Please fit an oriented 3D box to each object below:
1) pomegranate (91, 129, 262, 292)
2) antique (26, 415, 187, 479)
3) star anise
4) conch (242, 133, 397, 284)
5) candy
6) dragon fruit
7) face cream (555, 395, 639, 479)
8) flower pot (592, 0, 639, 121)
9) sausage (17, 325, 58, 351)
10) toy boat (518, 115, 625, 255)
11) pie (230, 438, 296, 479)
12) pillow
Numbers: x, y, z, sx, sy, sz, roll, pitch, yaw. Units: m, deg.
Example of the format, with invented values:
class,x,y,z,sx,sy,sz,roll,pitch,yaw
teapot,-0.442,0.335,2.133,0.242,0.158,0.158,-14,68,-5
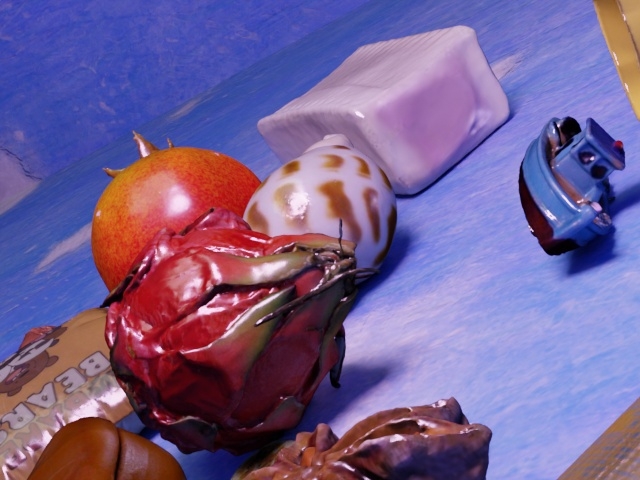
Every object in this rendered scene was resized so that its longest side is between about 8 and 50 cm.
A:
class,x,y,z,sx,sy,sz,roll,pitch,yaw
pomegranate,-0.163,-0.013,1.717,0.221,0.221,0.257,-32,58,5
antique,-0.182,0.262,1.066,0.223,0.129,0.278,-39,26,51
star anise,0.021,0.186,1.068,0.214,0.099,0.220,-23,5,-19
conch,0.000,-0.004,1.604,0.148,0.183,0.275,15,55,32
candy,0.080,-0.163,1.952,0.208,0.145,0.358,-37,16,-19
dragon fruit,-0.074,0.067,1.347,0.293,0.234,0.234,-46,9,23
face cream,0.199,0.144,0.864,0.285,0.067,0.139,-40,17,-22
flower pot,0.381,-0.228,1.483,0.179,0.195,0.195,-19,16,5
sausage,-0.354,0.166,1.922,0.079,0.087,0.326,-49,15,0
toy boat,0.241,-0.057,1.364,0.097,0.100,0.223,-43,12,22
pie,-0.049,0.204,1.290,0.085,0.017,0.085,-31,15,9
pillow,-0.304,0.191,1.649,0.310,0.119,0.312,-34,23,-18
